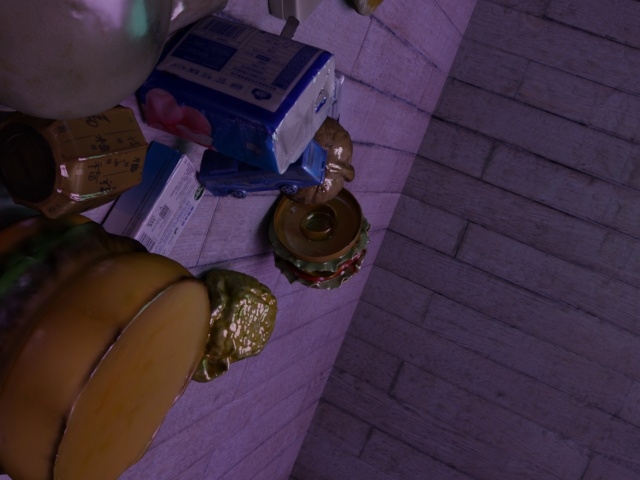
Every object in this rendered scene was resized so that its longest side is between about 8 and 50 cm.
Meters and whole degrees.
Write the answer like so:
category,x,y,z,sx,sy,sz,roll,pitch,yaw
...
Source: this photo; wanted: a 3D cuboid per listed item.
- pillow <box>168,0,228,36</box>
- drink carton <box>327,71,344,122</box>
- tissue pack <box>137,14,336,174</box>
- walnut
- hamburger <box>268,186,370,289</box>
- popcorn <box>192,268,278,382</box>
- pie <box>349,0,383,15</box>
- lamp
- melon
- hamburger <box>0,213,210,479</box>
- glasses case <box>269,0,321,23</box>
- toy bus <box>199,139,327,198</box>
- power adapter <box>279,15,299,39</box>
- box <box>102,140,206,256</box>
category,x,y,z,sx,sy,sz,roll,pitch,yaw
pillow,-0.180,-0.471,1.088,0.185,0.075,0.302,-48,157,-50
drink carton,-0.034,-0.289,1.667,0.102,0.134,0.222,-48,155,-40
tissue pack,-0.132,-0.244,1.198,0.209,0.269,0.137,-60,159,-26
walnut,-0.021,-0.171,1.518,0.245,0.198,0.198,-133,-116,-73
hamburger,0.000,0.000,1.930,0.274,0.274,0.212,-57,159,-27
popcorn,-0.221,0.180,1.694,0.286,0.173,0.225,-32,128,-45
pie,0.146,-0.707,1.748,0.337,0.075,0.337,-56,161,-31
lamp,-0.331,-0.117,0.978,0.185,0.161,0.161,-36,146,-61
melon,-0.281,-0.264,0.756,0.272,0.271,0.308,-62,170,-12
hamburger,-0.365,0.154,1.016,0.396,0.277,0.396,-59,164,-28
glasses case,0.001,-0.583,1.486,0.313,0.070,0.131,-55,160,-30
toy bus,-0.107,-0.134,1.296,0.094,0.236,0.079,48,45,-52
power adapter,-0.105,-0.304,1.385,0.187,0.124,0.255,-155,-92,-79
box,-0.294,-0.058,1.298,0.194,0.073,0.139,-62,163,-14
